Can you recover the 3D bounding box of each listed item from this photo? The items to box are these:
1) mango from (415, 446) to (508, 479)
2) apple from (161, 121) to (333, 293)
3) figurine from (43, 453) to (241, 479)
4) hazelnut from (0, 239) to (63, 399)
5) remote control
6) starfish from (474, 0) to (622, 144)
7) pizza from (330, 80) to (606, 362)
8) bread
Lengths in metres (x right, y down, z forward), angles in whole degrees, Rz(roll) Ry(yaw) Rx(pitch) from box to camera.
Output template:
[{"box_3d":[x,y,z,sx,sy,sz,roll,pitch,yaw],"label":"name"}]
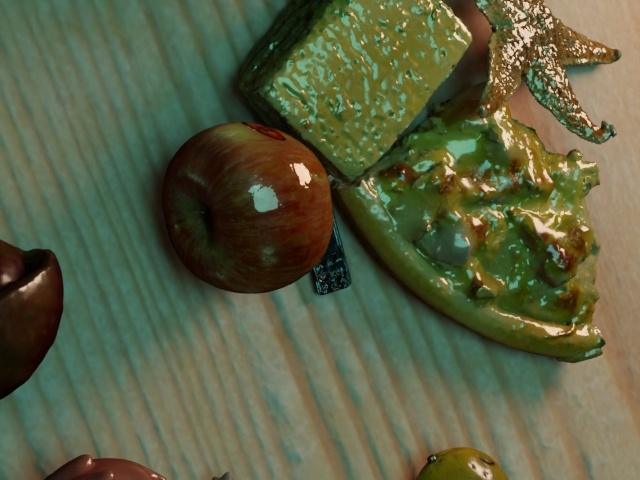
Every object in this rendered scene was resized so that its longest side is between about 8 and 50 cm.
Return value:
[{"box_3d":[0.132,0.268,1.617,0.103,0.076,0.161,-10,98,-37],"label":"mango"},{"box_3d":[-0.057,-0.026,1.501,0.131,0.146,0.146,-13,91,-40],"label":"apple"},{"box_3d":[-0.128,0.254,1.415,0.387,0.166,0.207,27,55,-28],"label":"figurine"},{"box_3d":[-0.290,0.051,1.334,0.201,0.170,0.160,-21,130,5],"label":"hazelnut"},{"box_3d":[0.000,0.000,1.601,0.039,0.014,0.096,-18,95,-30],"label":"remote control"},{"box_3d":[0.209,-0.200,1.702,0.231,0.048,0.295,35,46,-33],"label":"starfish"},{"box_3d":[0.170,-0.025,1.665,0.323,0.089,0.223,33,73,-24],"label":"pizza"},{"box_3d":[0.024,-0.156,1.581,0.138,0.102,0.196,43,69,-17],"label":"bread"}]
